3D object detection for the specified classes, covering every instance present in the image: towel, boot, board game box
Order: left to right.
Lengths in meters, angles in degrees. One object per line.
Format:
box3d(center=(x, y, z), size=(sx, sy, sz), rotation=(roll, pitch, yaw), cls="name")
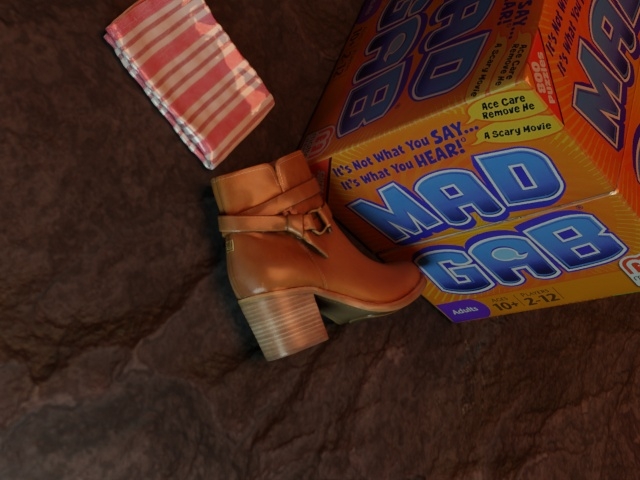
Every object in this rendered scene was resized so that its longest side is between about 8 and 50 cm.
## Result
box3d(center=(-0.142, -0.195, 0.983), size=(0.197, 0.029, 0.144), rotation=(53, 49, -20), cls="towel")
box3d(center=(0.000, 0.000, 1.030), size=(0.283, 0.109, 0.220), rotation=(-18, 88, -37), cls="boot")
box3d(center=(0.249, -0.155, 1.116), size=(0.356, 0.356, 0.356), rotation=(41, 53, -28), cls="board game box")
